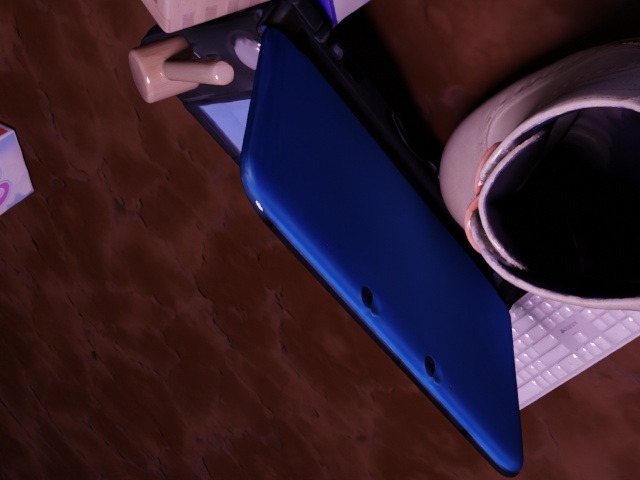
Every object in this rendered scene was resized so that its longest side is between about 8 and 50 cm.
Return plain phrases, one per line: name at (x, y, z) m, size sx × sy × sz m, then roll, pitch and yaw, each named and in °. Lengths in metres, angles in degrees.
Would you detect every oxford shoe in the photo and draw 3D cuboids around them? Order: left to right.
oxford shoe at (0.130, -0.038, 0.591) m, size 0.397 × 0.147 × 0.140 m, roll -173°, pitch 80°, yaw -73°

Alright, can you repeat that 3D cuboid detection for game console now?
game console at (0.000, 0.000, 0.775) m, size 0.250 × 0.173 × 0.293 m, roll 0°, pitch 140°, yaw 48°

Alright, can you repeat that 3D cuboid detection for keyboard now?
keyboard at (0.156, 0.087, 0.891) m, size 0.072 × 0.014 × 0.256 m, roll 46°, pitch 146°, yaw 4°

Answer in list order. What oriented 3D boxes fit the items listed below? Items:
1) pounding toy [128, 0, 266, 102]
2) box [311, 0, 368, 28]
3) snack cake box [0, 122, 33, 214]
pounding toy at (-0.057, -0.162, 0.617) m, size 0.181 × 0.094 × 0.206 m, roll 55°, pitch 154°, yaw 26°
box at (-0.033, -0.217, 0.749) m, size 0.137 × 0.072 × 0.126 m, roll 18°, pitch 136°, yaw 36°
snack cake box at (-0.457, -0.041, 1.217) m, size 0.152 × 0.264 × 0.089 m, roll 24°, pitch 139°, yaw 32°
